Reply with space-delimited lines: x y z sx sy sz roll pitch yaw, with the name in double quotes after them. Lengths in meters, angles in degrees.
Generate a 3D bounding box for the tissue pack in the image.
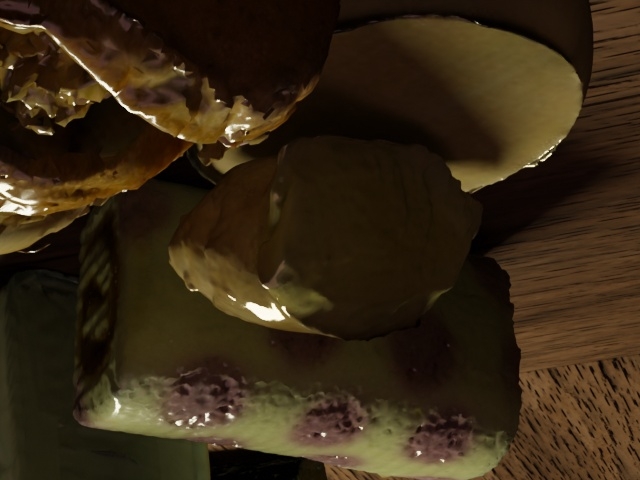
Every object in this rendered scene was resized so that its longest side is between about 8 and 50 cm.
-0.271 0.257 1.376 0.205 0.332 0.405 10 152 -34 "tissue pack"

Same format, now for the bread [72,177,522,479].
-0.015 0.069 1.175 0.338 0.187 0.155 13 152 -28 "bread"

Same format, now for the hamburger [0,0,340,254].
-0.138 -0.122 0.700 0.211 0.245 0.260 -26 -175 45 "hamburger"

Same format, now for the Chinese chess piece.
0.032 -0.105 0.907 0.249 0.103 0.250 -3 155 -2 "Chinese chess piece"

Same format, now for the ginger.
0.004 0.000 0.920 0.122 0.115 0.193 1 175 43 "ginger"

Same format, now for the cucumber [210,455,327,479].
-0.143 0.282 1.738 0.303 0.081 0.072 -8 -177 10 "cucumber"
